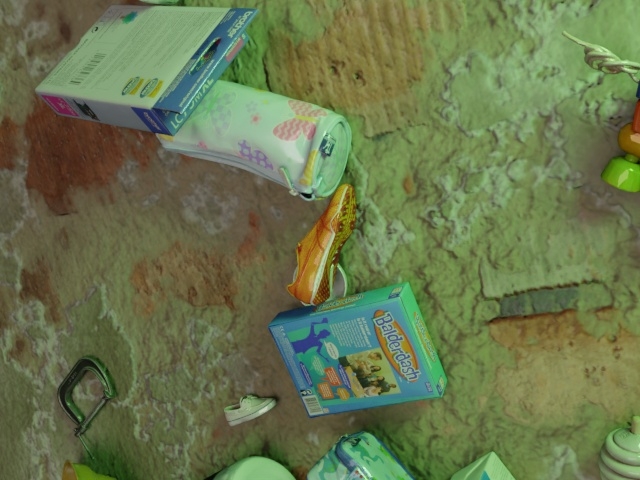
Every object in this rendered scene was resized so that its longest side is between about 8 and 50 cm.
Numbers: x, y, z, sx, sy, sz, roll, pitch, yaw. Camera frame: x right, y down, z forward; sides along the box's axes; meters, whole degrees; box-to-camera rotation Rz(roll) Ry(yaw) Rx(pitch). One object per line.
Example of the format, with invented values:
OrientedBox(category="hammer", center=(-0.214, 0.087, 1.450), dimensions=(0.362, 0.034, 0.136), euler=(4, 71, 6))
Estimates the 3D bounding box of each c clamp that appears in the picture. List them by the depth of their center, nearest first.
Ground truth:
OrientedBox(category="c clamp", center=(-0.413, 0.290, 1.249), dimensions=(0.137, 0.022, 0.161), euler=(43, 115, 17))

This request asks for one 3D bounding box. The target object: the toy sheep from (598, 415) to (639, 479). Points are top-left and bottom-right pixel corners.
OrientedBox(category="toy sheep", center=(0.383, 0.270, 0.847), dimensions=(0.091, 0.091, 0.132), euler=(1, 106, 24))

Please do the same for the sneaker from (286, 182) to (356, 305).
OrientedBox(category="sneaker", center=(0.000, 0.000, 0.958), dimensions=(0.067, 0.064, 0.175), euler=(19, 83, 28))

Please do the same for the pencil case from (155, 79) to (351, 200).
OrientedBox(category="pencil case", center=(-0.093, -0.145, 0.963), dimensions=(0.273, 0.113, 0.124), euler=(21, 86, 20))

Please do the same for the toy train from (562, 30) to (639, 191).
OrientedBox(category="toy train", center=(0.357, -0.120, 0.781), dimensions=(0.248, 0.105, 0.143), euler=(29, 124, 17))

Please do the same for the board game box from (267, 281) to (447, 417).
OrientedBox(category="board game box", center=(0.051, 0.158, 0.979), dimensions=(0.210, 0.047, 0.160), euler=(-15, 106, 27))

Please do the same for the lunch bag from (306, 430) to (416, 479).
OrientedBox(category="lunch bag", center=(0.090, 0.361, 0.941), dimensions=(0.090, 0.176, 0.219), euler=(-46, 70, 7))

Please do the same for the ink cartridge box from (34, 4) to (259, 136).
OrientedBox(category="ink cartridge box", center=(-0.229, -0.236, 0.944), dimensions=(0.311, 0.065, 0.186), euler=(14, 62, 38))

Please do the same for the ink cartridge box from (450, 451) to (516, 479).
OrientedBox(category="ink cartridge box", center=(0.256, 0.410, 0.902), dimensions=(0.078, 0.134, 0.231), euler=(-41, 82, 24))

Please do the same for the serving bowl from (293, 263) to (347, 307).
OrientedBox(category="serving bowl", center=(0.003, 0.060, 1.008), dimensions=(0.083, 0.027, 0.083), euler=(5, 102, 24))

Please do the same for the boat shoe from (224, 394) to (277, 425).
OrientedBox(category="boat shoe", center=(-0.113, 0.261, 1.098), dimensions=(0.100, 0.035, 0.035), euler=(-28, 91, 33))

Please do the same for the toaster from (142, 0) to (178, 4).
OrientedBox(category="toaster", center=(-0.248, -0.431, 0.974), dimensions=(0.227, 0.129, 0.146), euler=(36, 116, 12))

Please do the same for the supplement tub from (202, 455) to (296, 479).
OrientedBox(category="supplement tub", center=(-0.178, 0.480, 1.082), dimensions=(0.316, 0.193, 0.194), euler=(-34, 85, 27))

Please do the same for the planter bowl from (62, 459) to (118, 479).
OrientedBox(category="planter bowl", center=(-0.382, 0.481, 1.211), dimensions=(0.217, 0.090, 0.217), euler=(13, 105, 59))
